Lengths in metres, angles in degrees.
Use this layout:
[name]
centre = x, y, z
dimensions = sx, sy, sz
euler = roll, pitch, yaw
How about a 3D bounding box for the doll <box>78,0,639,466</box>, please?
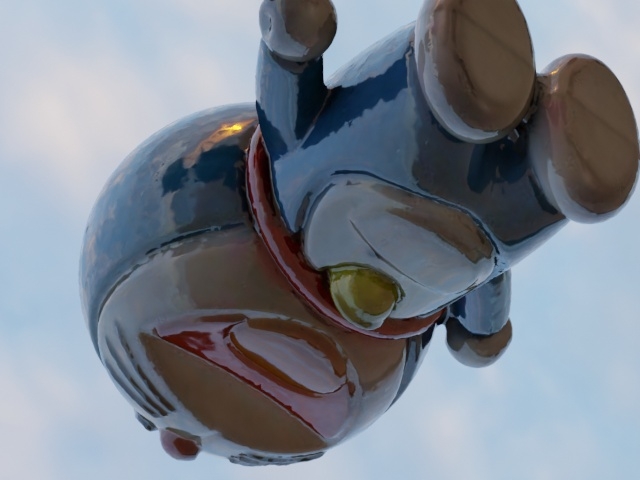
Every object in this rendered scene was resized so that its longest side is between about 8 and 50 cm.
[doll]
centre = 0.000, 0.000, 0.443
dimensions = 0.114, 0.152, 0.085
euler = 36, -137, -25
